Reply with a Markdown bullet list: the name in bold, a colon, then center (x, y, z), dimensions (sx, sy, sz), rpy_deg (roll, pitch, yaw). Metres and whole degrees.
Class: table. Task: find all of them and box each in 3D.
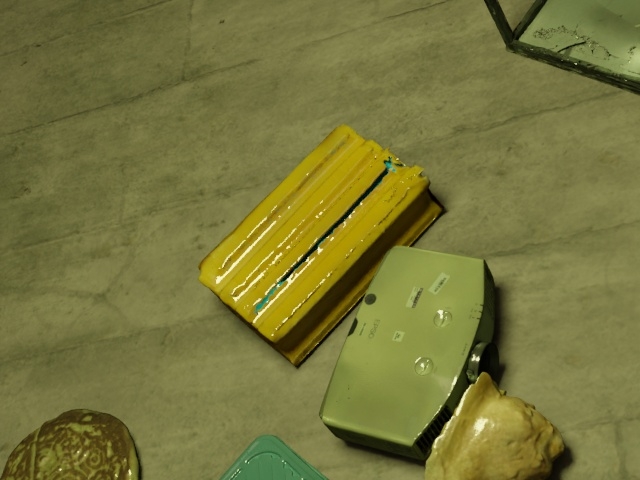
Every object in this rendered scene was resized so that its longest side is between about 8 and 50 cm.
- **table**: center (0.401, -0.382, 1.690), dimensions (0.335, 0.272, 0.222), rpy_deg (27, 73, 39)

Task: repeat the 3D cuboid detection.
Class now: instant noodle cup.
- **instant noodle cup**: center (-0.070, 0.353, 1.563), dimensions (0.179, 0.070, 0.157), rpy_deg (-48, 47, -8)

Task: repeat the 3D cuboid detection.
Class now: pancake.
- **pancake**: center (-0.360, 0.350, 1.751), dimensions (0.250, 0.031, 0.250), rpy_deg (-15, 52, 20)

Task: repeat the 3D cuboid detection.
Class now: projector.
- **projector**: center (0.132, 0.145, 1.587), dimensions (0.193, 0.088, 0.269), rpy_deg (10, 64, 32)

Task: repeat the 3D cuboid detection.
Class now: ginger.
- **ginger**: center (0.200, 0.272, 1.455), dimensions (0.122, 0.115, 0.193), rpy_deg (30, 86, 24)

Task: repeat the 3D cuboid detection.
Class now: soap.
- **soap**: center (0.000, -0.001, 1.758), dimensions (0.324, 0.096, 0.204), rpy_deg (-45, 49, -7)
